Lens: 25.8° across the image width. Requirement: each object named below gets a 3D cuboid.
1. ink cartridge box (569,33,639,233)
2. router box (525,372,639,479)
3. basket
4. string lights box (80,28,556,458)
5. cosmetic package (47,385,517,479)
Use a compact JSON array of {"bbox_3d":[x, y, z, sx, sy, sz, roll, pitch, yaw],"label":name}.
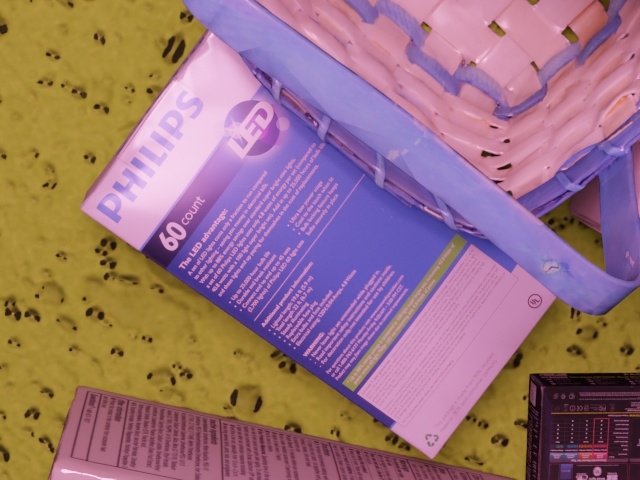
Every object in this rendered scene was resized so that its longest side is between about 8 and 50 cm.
[{"bbox_3d":[0.294,-0.058,0.816,0.233,0.168,0.171,14,96,-8],"label":"ink cartridge box"},{"bbox_3d":[0.195,0.134,0.904,0.123,0.038,0.092,1,98,-5],"label":"router box"},{"bbox_3d":[0.063,-0.113,0.718,0.255,0.289,0.201,38,126,-13],"label":"basket"},{"bbox_3d":[0.000,0.000,0.844,0.260,0.077,0.133,37,93,-10],"label":"string lights box"},{"bbox_3d":[-0.022,0.196,0.837,0.296,0.153,0.129,13,99,-6],"label":"cosmetic package"}]
